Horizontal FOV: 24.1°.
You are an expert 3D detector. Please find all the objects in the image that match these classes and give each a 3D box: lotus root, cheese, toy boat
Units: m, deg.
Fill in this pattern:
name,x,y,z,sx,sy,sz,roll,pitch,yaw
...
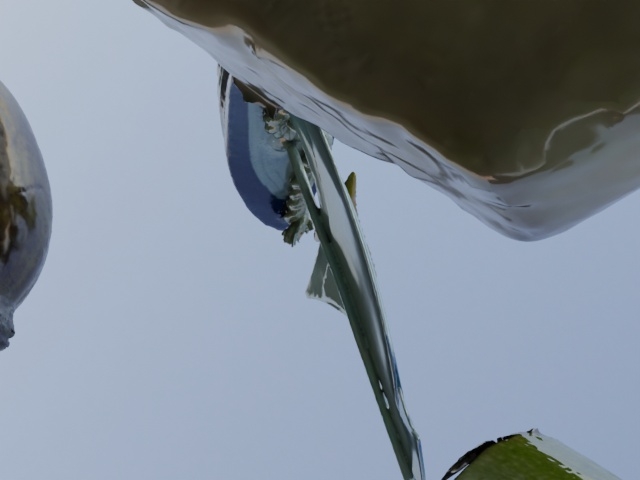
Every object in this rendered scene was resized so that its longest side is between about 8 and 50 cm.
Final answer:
name,x,y,z,sx,sy,sz,roll,pitch,yaw
lotus root,-0.218,-0.021,0.879,0.120,0.120,0.210,-26,-112,25
cheese,0.056,-0.163,0.590,0.317,0.115,0.327,-9,-105,16
toy boat,0.000,0.000,0.787,0.067,0.220,0.291,-10,-120,-9

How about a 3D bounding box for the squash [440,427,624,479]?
name,x,y,z,sx,sy,sz,roll,pitch,yaw
squash,0.100,0.121,0.435,0.132,0.105,0.105,14,-120,44
